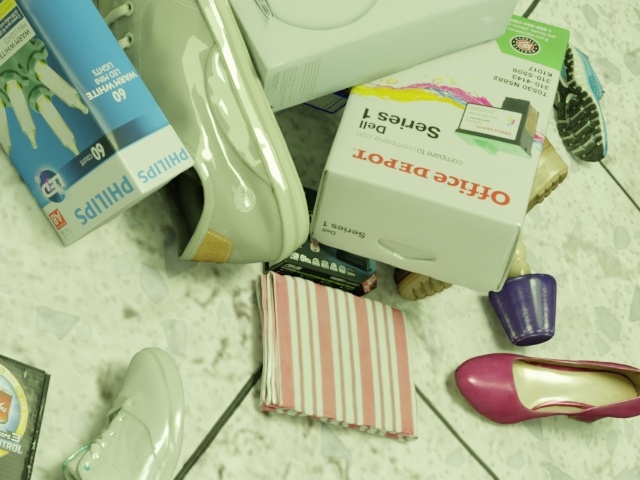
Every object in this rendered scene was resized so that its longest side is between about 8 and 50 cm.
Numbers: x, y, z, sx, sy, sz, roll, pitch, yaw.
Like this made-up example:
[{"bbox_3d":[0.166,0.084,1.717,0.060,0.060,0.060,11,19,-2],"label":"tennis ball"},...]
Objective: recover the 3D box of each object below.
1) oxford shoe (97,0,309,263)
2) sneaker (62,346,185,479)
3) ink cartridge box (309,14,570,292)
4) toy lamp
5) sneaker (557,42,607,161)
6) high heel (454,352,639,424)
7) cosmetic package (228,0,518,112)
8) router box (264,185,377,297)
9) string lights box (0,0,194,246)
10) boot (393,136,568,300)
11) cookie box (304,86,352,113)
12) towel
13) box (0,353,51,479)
[{"bbox_3d":[-0.153,-0.175,1.491,0.130,0.169,0.449,-21,83,-19],"label":"oxford shoe"},{"bbox_3d":[-0.174,0.184,1.344,0.094,0.080,0.212,15,61,-22],"label":"sneaker"},{"bbox_3d":[0.124,-0.109,1.602,0.201,0.117,0.278,17,54,3],"label":"ink cartridge box"},{"bbox_3d":[0.211,-0.017,1.773,0.080,0.080,0.274,5,66,-40],"label":"toy lamp"},{"bbox_3d":[0.334,-0.174,1.972,0.073,0.063,0.162,6,66,-43],"label":"sneaker"},{"bbox_3d":[0.262,0.155,1.703,0.244,0.117,0.082,19,58,-34],"label":"high heel"},{"bbox_3d":[-0.013,-0.333,1.588,0.284,0.097,0.377,-20,67,-21],"label":"cosmetic package"},{"bbox_3d":[0.000,0.000,1.607,0.122,0.038,0.092,17,58,-35],"label":"router box"},{"bbox_3d":[-0.238,-0.140,1.402,0.077,0.133,0.259,-35,93,-46],"label":"string lights box"},{"bbox_3d":[0.121,-0.072,1.722,0.248,0.090,0.207,-41,71,-15],"label":"boot"},{"bbox_3d":[-0.018,-0.196,1.688,0.107,0.040,0.091,16,59,-36],"label":"cookie box"},{"bbox_3d":[0.017,0.118,1.575,0.197,0.029,0.144,18,58,-37],"label":"towel"},{"bbox_3d":[-0.345,0.159,1.165,0.270,0.060,0.216,26,57,-32],"label":"box"}]
